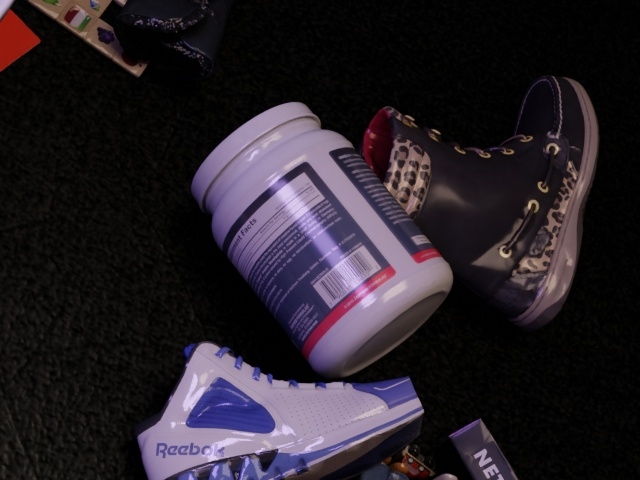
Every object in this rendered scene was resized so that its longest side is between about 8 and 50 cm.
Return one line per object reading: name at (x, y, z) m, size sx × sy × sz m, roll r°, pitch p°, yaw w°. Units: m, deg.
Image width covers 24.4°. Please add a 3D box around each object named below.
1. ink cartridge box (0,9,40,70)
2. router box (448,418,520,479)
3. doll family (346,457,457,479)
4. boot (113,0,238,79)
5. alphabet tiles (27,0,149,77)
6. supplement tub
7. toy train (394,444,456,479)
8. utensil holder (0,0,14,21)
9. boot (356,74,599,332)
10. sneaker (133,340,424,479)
ink cartridge box at (-0.447, -0.276, 1.653) m, size 0.232 × 0.066 × 0.189 m, roll 42°, pitch 52°, yaw 2°
router box at (0.209, 0.288, 1.668) m, size 0.046 × 0.133 × 0.179 m, roll -31°, pitch 79°, yaw 1°
doll family at (0.085, 0.320, 1.585) m, size 0.263 × 0.118 × 0.163 m, roll 22°, pitch 53°, yaw -15°
boot at (-0.203, -0.326, 1.780) m, size 0.246 × 0.094 × 0.207 m, roll 36°, pitch 48°, yaw -16°
alphabet tiles at (-0.254, -0.333, 1.823) m, size 0.198 × 0.009 × 0.237 m, roll 35°, pitch 52°, yaw -8°
supplement tub at (0.000, 0.000, 1.657) m, size 0.191 × 0.191 × 0.272 m, roll -27°, pitch 71°, yaw -37°
toy train at (0.105, 0.256, 1.693) m, size 0.158 × 0.027 × 0.036 m, roll 38°, pitch 63°, yaw -7°
utensil holder at (-0.464, -0.233, 1.375) m, size 0.328 × 0.385 × 0.327 m, roll 6°, pitch 73°, yaw -21°
boot at (0.194, -0.096, 1.873) m, size 0.284 × 0.138 × 0.377 m, roll 23°, pitch 61°, yaw -17°
sneaker at (-0.059, 0.176, 1.545) m, size 0.315 × 0.127 × 0.182 m, roll -20°, pitch 68°, yaw -12°
